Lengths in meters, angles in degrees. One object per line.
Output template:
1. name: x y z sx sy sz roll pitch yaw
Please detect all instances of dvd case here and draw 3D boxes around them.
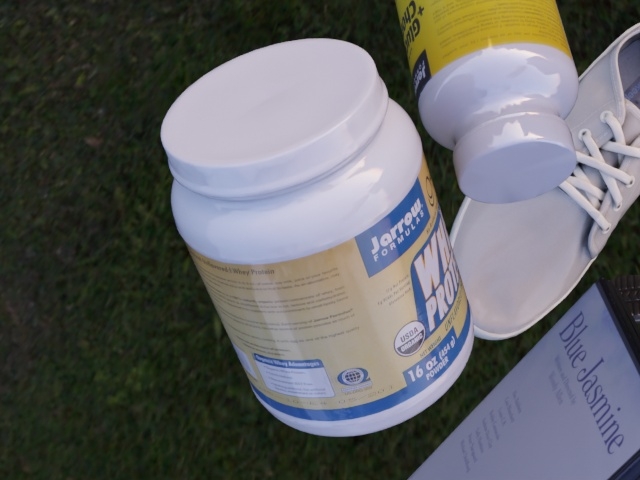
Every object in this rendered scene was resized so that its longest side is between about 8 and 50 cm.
1. dvd case: 0.140 0.162 0.857 0.022 0.180 0.253 33 112 -18

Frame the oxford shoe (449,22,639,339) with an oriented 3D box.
1. oxford shoe: 0.296 -0.082 1.378 0.169 0.130 0.449 41 84 -6

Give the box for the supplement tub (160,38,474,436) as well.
1. supplement tub: 0.000 0.000 0.712 0.144 0.144 0.199 -13 126 11

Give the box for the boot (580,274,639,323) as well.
1. boot: 0.449 0.114 1.629 0.198 0.076 0.137 -6 133 10

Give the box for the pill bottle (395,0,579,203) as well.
1. pill bottle: 0.108 -0.121 0.796 0.103 0.184 0.103 -7 152 -4
